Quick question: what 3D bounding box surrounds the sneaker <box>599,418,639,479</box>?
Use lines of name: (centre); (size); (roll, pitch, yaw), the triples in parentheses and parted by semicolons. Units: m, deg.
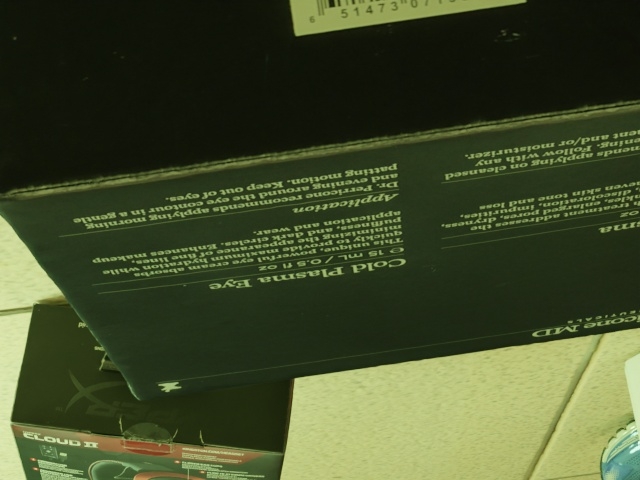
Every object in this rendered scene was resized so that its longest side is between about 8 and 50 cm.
sneaker: (0.489, 0.263, 1.820); (0.330, 0.147, 0.130); (-20, 156, 30)

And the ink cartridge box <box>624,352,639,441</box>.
ink cartridge box: (0.484, 0.145, 1.552); (0.273, 0.114, 0.198); (1, 157, -23)

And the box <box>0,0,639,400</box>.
box: (0.036, -0.064, 0.756); (0.343, 0.179, 0.312); (-8, 158, 1)

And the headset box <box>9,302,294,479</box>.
headset box: (-0.137, 0.158, 1.287); (0.218, 0.110, 0.293); (6, 153, -1)
